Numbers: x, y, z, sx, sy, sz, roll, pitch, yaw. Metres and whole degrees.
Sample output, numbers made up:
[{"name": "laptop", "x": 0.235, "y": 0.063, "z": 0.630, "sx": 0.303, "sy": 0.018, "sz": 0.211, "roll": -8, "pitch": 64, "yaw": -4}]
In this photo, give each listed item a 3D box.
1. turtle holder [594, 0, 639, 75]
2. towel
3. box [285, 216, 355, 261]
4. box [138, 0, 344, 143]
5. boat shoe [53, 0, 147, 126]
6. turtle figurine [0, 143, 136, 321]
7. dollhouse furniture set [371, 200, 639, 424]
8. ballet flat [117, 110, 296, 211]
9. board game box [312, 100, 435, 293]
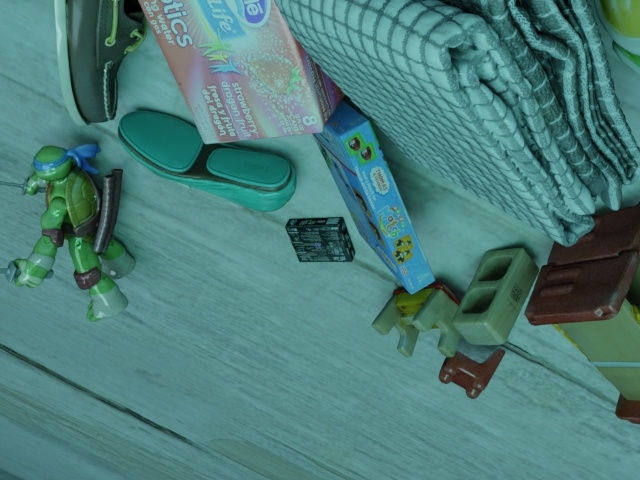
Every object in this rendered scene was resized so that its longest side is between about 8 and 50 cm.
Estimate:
[{"name": "turtle holder", "x": 0.294, "y": -0.208, "z": 0.442, "sx": 0.320, "sy": 0.227, "sz": 0.243, "roll": 40, "pitch": 135, "yaw": -15}, {"name": "towel", "x": 0.120, "y": -0.135, "z": 0.546, "sx": 0.283, "sy": 0.121, "sz": 0.235, "roll": 36, "pitch": -177, "yaw": -44}, {"name": "box", "x": 0.000, "y": 0.000, "z": 0.921, "sx": 0.083, "sy": 0.018, "sz": 0.067, "roll": -2, "pitch": 130, "yaw": 26}, {"name": "box", "x": -0.078, "y": -0.258, "z": 0.620, "sx": 0.142, "sy": 0.154, "sz": 0.300, "roll": -1, "pitch": 129, "yaw": 26}, {"name": "boat shoe", "x": -0.238, "y": -0.259, "z": 0.725, "sx": 0.096, "sy": 0.117, "sz": 0.325, "roll": -1, "pitch": 136, "yaw": -13}, {"name": "turtle figurine", "x": -0.403, "y": -0.005, "z": 0.981, "sx": 0.197, "sy": 0.274, "sz": 0.266, "roll": 35, "pitch": 154, "yaw": 44}, {"name": "dollhouse furniture set", "x": 0.272, "y": 0.100, "z": 0.829, "sx": 0.201, "sy": 0.152, "sz": 0.374, "roll": 45, "pitch": 150, "yaw": -19}, {"name": "ballet flat", "x": -0.149, "y": -0.092, "z": 0.864, "sx": 0.247, "sy": 0.083, "sz": 0.087, "roll": 19, "pitch": 150, "yaw": 10}, {"name": "board game box", "x": 0.049, "y": -0.061, "z": 0.753, "sx": 0.039, "sy": 0.160, "sz": 0.212, "roll": -29, "pitch": 122, "yaw": -4}]
